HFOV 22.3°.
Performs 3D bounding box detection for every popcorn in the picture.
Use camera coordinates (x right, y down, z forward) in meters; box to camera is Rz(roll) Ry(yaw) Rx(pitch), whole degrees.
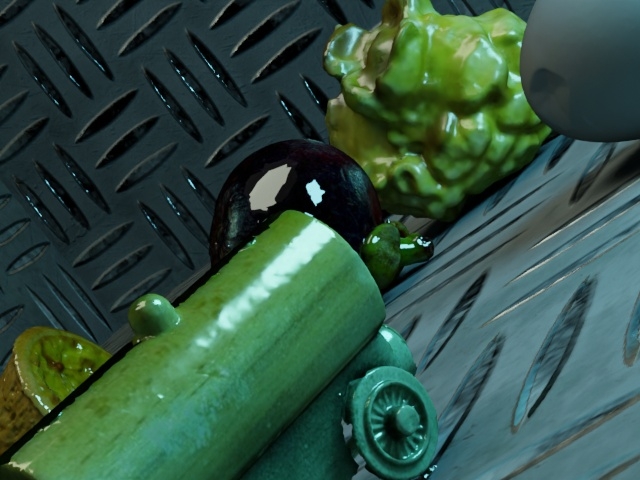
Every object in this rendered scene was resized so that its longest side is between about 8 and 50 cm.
[{"bbox_3d":[0.127,-0.151,1.801,0.224,0.270,0.258,-46,-35,-53],"label":"popcorn"}]

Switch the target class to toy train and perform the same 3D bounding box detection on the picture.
[{"bbox_3d":[-0.064,0.119,0.919,0.307,0.189,0.126,-43,9,-39],"label":"toy train"}]

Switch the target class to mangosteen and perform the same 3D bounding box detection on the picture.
[{"bbox_3d":[-0.011,0.000,1.676,0.216,0.216,0.216,-38,5,4],"label":"mangosteen"}]

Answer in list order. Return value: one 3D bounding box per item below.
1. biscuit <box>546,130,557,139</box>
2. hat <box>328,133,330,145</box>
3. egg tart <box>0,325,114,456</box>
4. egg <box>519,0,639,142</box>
[{"bbox_3d":[0.246,-0.130,1.924,0.131,0.025,0.231,-41,6,-35],"label":"biscuit"},{"bbox_3d":[0.072,-0.152,2.323,0.336,0.209,0.238,-37,8,27],"label":"hat"},{"bbox_3d":[-0.295,0.208,1.805,0.147,0.202,0.202,-46,2,21],"label":"egg tart"},{"bbox_3d":[0.263,-0.174,1.327,0.232,0.176,0.176,-35,6,28],"label":"egg"}]
